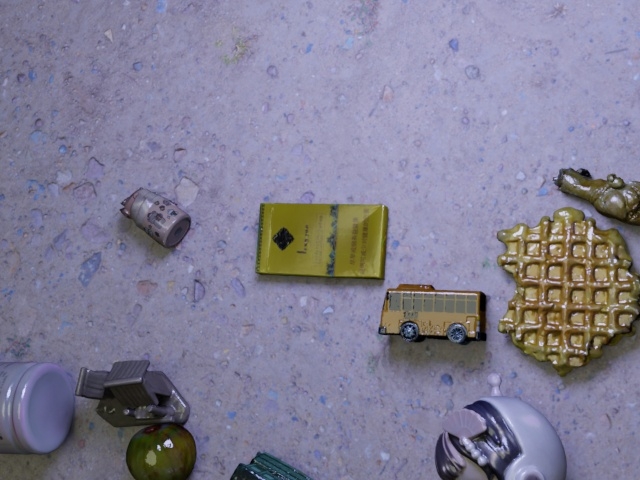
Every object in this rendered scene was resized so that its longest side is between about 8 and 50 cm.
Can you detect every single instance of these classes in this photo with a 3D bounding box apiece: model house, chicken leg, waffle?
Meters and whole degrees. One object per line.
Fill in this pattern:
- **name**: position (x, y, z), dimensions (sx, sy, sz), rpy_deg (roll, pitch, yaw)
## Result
- **model house**: position (-0.412, 0.322, 2.011), dimensions (0.229, 0.188, 0.122), rpy_deg (-4, 67, 19)
- **chicken leg**: position (0.535, -0.088, 1.761), dimensions (0.227, 0.103, 0.088), rpy_deg (26, 107, 24)
- **waffle**: position (0.458, 0.094, 1.789), dimensions (0.281, 0.058, 0.301), rpy_deg (-23, 75, 14)

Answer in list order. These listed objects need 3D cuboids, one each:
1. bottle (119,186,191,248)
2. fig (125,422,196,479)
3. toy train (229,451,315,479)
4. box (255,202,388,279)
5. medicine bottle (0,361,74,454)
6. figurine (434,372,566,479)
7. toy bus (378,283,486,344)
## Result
- **bottle**: position (-0.365, -0.060, 2.077), dimensions (0.152, 0.099, 0.099), rpy_deg (35, 95, 19)
- **fig**: position (-0.311, 0.504, 1.992), dimensions (0.149, 0.149, 0.245), rpy_deg (-18, 100, 16)
- **toy train**: position (-0.050, 0.541, 1.847), dimensions (0.330, 0.178, 0.139), rpy_deg (25, 91, 22)
- **box**: position (0.001, 0.000, 1.969), dimensions (0.278, 0.041, 0.153), rpy_deg (2, 84, 20)
- **medicine bottle**: position (-0.731, 0.370, 2.095), dimensions (0.315, 0.202, 0.202), rpy_deg (-4, 82, 18)
- **figurine**: position (0.368, 0.437, 1.702), dimensions (0.361, 0.253, 0.211), rpy_deg (44, 55, 11)
- **toy bus**: position (0.218, 0.144, 1.844), dimensions (0.200, 0.098, 0.114), rpy_deg (1, 83, 19)
